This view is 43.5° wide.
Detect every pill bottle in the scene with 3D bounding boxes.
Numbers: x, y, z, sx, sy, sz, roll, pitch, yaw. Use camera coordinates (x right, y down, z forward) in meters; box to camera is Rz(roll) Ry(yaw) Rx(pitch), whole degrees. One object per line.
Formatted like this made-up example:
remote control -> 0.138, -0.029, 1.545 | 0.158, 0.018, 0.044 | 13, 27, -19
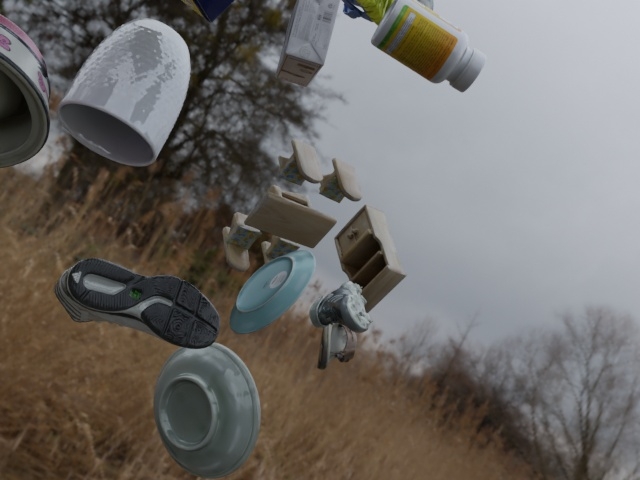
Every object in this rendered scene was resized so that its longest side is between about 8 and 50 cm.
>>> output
pill bottle -> 0.252, -0.447, 1.844 | 0.246, 0.136, 0.136 | 31, -9, -9

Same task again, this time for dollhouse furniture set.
dollhouse furniture set -> 0.000, 0.000, 2.123 | 0.394, 0.362, 0.256 | 20, 37, -32

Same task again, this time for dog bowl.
dog bowl -> -0.769, -0.339, 1.709 | 0.408, 0.150, 0.408 | 2, -37, 1

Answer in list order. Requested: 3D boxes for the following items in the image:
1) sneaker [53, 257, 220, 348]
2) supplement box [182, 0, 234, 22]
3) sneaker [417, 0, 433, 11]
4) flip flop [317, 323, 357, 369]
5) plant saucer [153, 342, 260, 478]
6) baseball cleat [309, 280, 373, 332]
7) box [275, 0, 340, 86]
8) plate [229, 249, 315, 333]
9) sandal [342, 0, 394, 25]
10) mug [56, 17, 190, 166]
sneaker -> -0.504, 0.174, 2.177 | 0.447, 0.169, 0.257 | 27, -22, -29
supplement box -> -0.339, -0.728, 1.933 | 0.356, 0.194, 0.195 | 41, -6, 25
sneaker -> 0.231, -0.662, 2.096 | 0.092, 0.228, 0.087 | -18, 12, -33
flip flop -> 0.055, 0.254, 1.959 | 0.080, 0.112, 0.277 | 9, 0, 18
plant saucer -> -0.358, 0.493, 2.317 | 0.400, 0.400, 0.100 | 24, 12, 31
baseball cleat -> 0.033, 0.132, 1.412 | 0.072, 0.109, 0.206 | 59, 8, -5
box -> -0.033, -0.464, 1.841 | 0.087, 0.169, 0.290 | 14, 1, -8
plate -> -0.088, 0.080, 1.363 | 0.024, 0.188, 0.188 | 48, -17, -24
sandal -> 0.087, -0.664, 2.103 | 0.138, 0.126, 0.317 | 17, -13, 27
mug -> -0.510, -0.394, 2.149 | 0.276, 0.328, 0.374 | 29, -23, -16
